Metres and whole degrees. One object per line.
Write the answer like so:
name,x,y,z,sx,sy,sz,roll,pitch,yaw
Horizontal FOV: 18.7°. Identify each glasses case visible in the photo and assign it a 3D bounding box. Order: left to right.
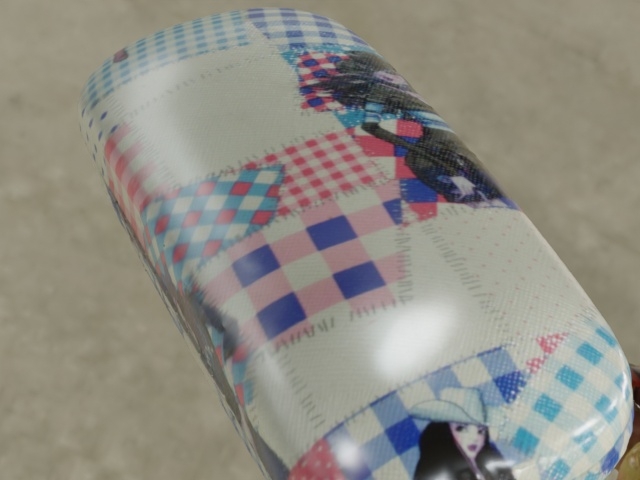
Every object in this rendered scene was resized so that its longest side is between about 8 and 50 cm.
glasses case,0.000,0.000,0.731,0.125,0.076,0.327,-19,36,-13

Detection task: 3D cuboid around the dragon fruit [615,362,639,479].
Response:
dragon fruit,0.238,0.174,0.879,0.227,0.243,0.307,27,55,-38
